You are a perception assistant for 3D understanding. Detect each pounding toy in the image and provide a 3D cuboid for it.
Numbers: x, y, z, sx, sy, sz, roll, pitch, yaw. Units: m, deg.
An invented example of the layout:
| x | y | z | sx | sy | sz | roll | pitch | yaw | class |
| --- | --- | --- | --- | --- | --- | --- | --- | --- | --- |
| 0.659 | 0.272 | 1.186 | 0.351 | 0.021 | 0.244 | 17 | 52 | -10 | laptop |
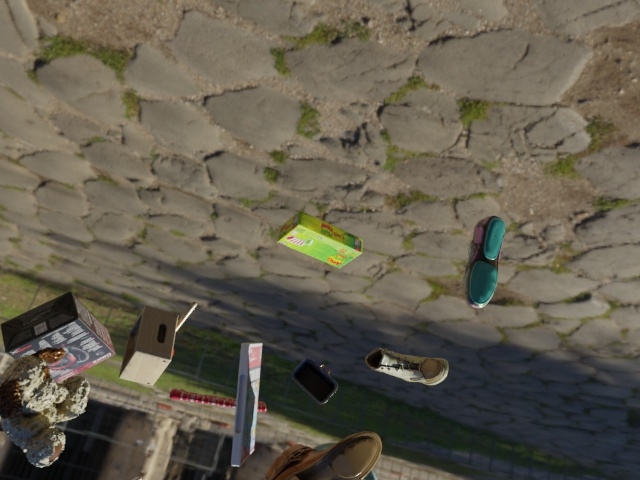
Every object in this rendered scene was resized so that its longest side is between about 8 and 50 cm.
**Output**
| x | y | z | sx | sy | sz | roll | pitch | yaw | class |
| --- | --- | --- | --- | --- | --- | --- | --- | --- | --- |
| -0.328 | 0.200 | 1.183 | 0.100 | 0.141 | 0.130 | 21 | 132 | -22 | pounding toy |

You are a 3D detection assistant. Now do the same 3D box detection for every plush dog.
| x | y | z | sx | sy | sz | roll | pitch | yaw | class |
| --- | --- | --- | --- | --- | --- | --- | --- | --- | --- |
| -0.702 | 0.379 | 1.408 | 0.211 | 0.262 | 0.225 | 5 | 117 | 1 | plush dog |

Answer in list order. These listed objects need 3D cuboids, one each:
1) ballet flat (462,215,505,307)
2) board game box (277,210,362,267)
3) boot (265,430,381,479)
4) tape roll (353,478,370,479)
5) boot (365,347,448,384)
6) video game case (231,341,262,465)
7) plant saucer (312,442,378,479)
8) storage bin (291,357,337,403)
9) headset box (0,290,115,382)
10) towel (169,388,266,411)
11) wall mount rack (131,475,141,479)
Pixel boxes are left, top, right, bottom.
| x | y | z | sx | sy | sz | roll | pitch | yaw | class |
| --- | --- | --- | --- | --- | --- | --- | --- | --- | --- |
| 0.352 | 0.050 | 1.289 | 0.077 | 0.221 | 0.079 | 24 | 159 | -16 | ballet flat |
| 0.000 | 0.000 | 1.377 | 0.181 | 0.043 | 0.092 | 24 | 142 | -26 | board game box |
| -0.002 | 0.546 | 1.433 | 0.109 | 0.283 | 0.220 | 56 | 163 | -7 | boot |
| 0.090 | 0.488 | 0.906 | 0.219 | 0.219 | 0.072 | -9 | -169 | 43 | tape roll |
| 0.247 | 0.360 | 1.684 | 0.165 | 0.077 | 0.213 | 24 | 157 | -26 | boot |
| -0.184 | 0.404 | 1.483 | 0.025 | 0.285 | 0.204 | 3 | 171 | 4 | video game case |
| 0.061 | 0.799 | 1.842 | 0.318 | 0.317 | 0.043 | 21 | 144 | -15 | plant saucer |
| -0.015 | 0.432 | 1.801 | 0.135 | 0.098 | 0.091 | 41 | 165 | 10 | storage bin |
| -0.783 | 0.310 | 1.776 | 0.218 | 0.110 | 0.293 | -26 | 146 | -9 | headset box |
| -0.293 | 0.468 | 1.704 | 0.275 | 0.031 | 0.199 | 9 | 165 | -2 | towel |
| -0.557 | 0.729 | 1.385 | 0.130 | 0.304 | 0.350 | 35 | 110 | -24 | wall mount rack |
